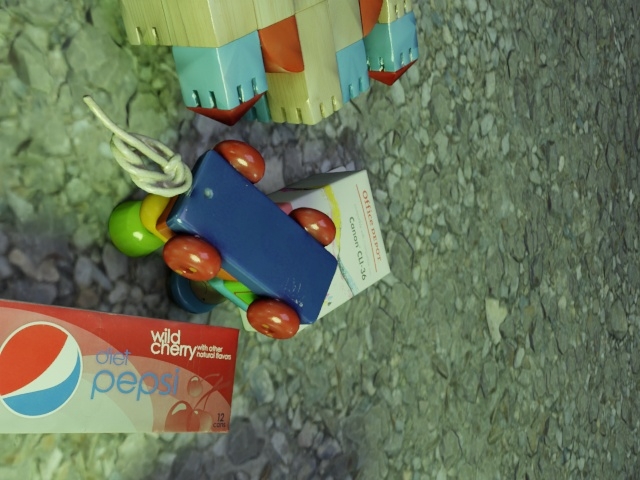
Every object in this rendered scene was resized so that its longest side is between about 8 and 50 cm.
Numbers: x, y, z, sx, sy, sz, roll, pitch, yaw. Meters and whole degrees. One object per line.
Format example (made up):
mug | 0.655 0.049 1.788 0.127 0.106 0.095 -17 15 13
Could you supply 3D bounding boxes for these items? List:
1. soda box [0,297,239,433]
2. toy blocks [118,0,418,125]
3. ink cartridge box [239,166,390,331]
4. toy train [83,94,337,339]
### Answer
soda box | -0.181 0.087 0.558 0.263 0.092 0.083 15 77 -49
toy blocks | -0.034 -0.222 0.701 0.381 0.191 0.260 -39 129 -44
ink cartridge box | 0.000 0.000 0.793 0.198 0.067 0.115 -29 110 -47
toy train | -0.114 -0.020 0.613 0.248 0.143 0.105 41 58 -34
